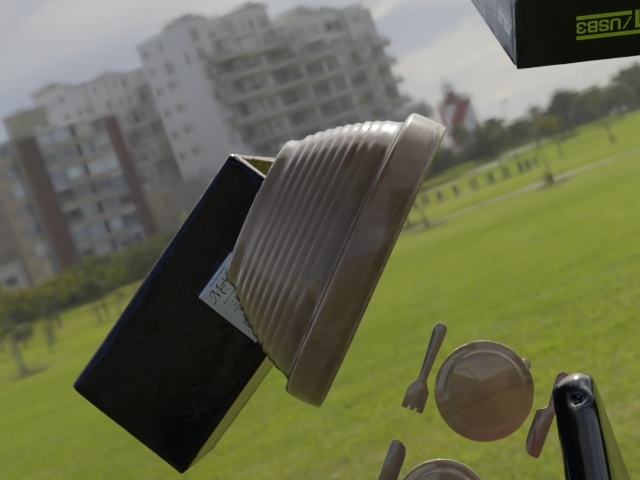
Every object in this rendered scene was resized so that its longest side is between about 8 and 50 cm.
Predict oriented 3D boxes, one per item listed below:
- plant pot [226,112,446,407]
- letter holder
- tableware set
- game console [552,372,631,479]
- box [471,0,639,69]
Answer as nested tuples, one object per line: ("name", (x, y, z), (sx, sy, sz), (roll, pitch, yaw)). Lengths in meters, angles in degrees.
("plant pot", (0.000, 0.000, 1.052), (0.109, 0.237, 0.237), (24, 4, 3))
("letter holder", (-0.095, 0.072, 1.501), (0.302, 0.152, 0.214), (-55, -9, 9))
("tableware set", (0.120, 0.180, 1.190), (0.128, 0.194, 0.039), (22, -8, -4))
("game console", (0.231, 0.328, 0.920), (0.060, 0.342, 0.387), (-13, 34, 11))
("box", (0.176, -0.151, 0.759), (0.184, 0.045, 0.191), (-9, 26, -2))
